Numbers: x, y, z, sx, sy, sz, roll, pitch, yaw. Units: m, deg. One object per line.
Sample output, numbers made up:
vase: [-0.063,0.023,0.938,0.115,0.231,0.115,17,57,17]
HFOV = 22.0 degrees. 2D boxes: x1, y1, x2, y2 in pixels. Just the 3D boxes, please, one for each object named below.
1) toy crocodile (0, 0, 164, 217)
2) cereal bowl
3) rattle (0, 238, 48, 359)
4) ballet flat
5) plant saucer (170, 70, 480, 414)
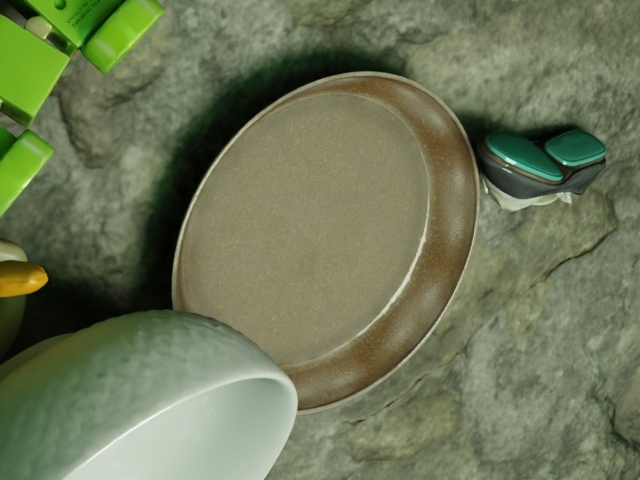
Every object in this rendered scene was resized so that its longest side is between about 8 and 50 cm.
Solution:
toy crocodile: [-0.209,-0.125,1.148,0.115,0.105,0.340,38,80,-10]
cereal bowl: [-0.187,0.175,1.244,0.339,0.141,0.339,-37,156,-20]
rattle: [-0.263,0.097,1.193,0.130,0.143,0.199,23,91,-59]
ballet flat: [0.192,-0.058,1.478,0.203,0.074,0.074,-9,118,-54]
plant saucer: [0.000,0.000,1.395,0.311,0.050,0.310,-16,119,-31]
